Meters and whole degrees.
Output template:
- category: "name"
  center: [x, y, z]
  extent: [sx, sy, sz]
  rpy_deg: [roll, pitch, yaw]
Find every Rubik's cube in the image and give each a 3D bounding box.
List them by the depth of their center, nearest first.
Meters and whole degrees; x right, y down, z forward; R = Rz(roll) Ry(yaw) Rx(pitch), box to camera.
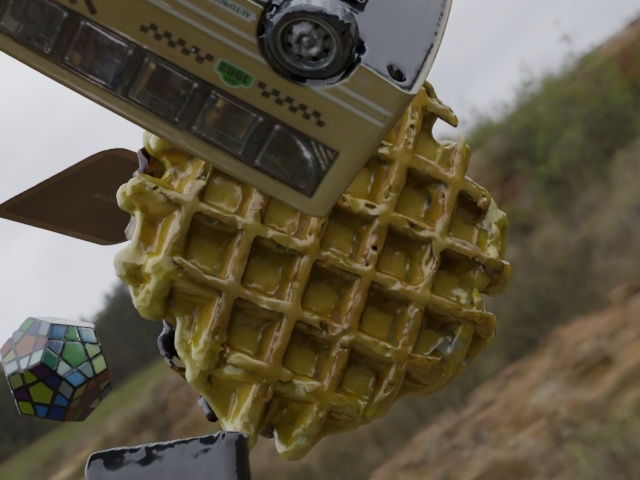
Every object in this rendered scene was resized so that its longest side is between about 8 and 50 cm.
- category: "Rubik's cube"
  center: [-0.297, 0.144, 2.000]
  extent: [0.133, 0.112, 0.133]
  rpy_deg: [-39, -26, -24]

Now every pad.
- category: "pad"
  center: [-0.234, -0.045, 2.005]
  extent: [0.176, 0.002, 0.266]
  rpy_deg: [-26, -19, 20]

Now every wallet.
- category: "wallet"
  center: [-0.101, 0.290, 1.319]
  extent: [0.146, 0.285, 0.030]
  rpy_deg: [-11, -9, 25]

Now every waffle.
- category: "waffle"
  center: [0.000, 0.000, 1.713]
  extent: [0.382, 0.380, 0.095]
  rpy_deg: [-30, 5, -20]

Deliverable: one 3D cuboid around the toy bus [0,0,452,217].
- category: "toy bus"
  center: [-0.103, -0.182, 1.274]
  extent: [0.202, 0.365, 0.177]
  rpy_deg: [-57, 7, 40]
